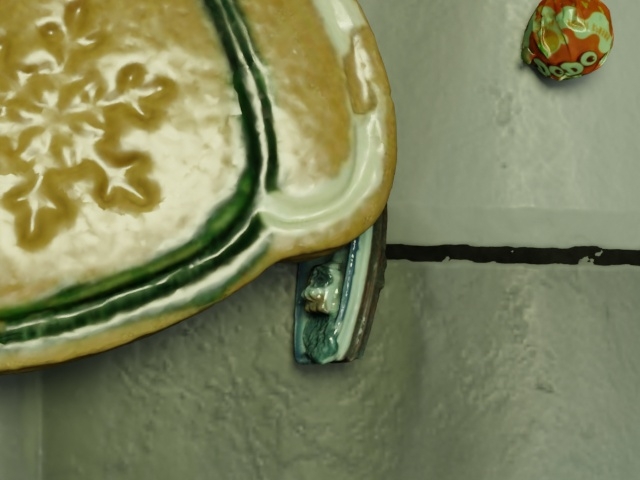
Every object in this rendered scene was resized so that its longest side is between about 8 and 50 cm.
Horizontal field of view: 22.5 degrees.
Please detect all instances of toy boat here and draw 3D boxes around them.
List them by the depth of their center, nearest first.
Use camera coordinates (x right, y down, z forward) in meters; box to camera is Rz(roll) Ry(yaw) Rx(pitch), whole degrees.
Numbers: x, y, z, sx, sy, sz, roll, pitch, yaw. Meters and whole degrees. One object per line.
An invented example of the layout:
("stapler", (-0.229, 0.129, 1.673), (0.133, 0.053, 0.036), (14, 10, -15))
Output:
("toy boat", (0.000, 0.000, 0.897), (0.066, 0.059, 0.140), (16, 76, -31))

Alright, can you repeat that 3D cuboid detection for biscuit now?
("biscuit", (-0.140, -0.081, 0.845), (0.344, 0.057, 0.287), (-17, 80, -10))

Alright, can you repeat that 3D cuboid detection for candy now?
("candy", (0.148, -0.185, 0.977), (0.055, 0.049, 0.184), (-7, 75, 27))
